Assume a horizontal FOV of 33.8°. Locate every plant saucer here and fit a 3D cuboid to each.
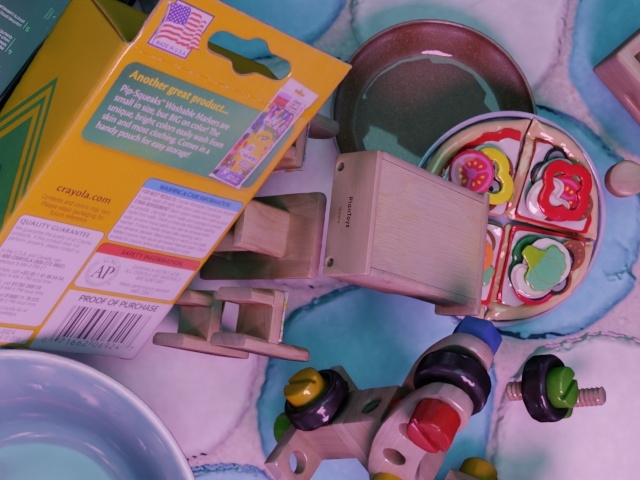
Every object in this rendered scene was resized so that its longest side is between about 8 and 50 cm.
[{"bbox_3d":[0.107,-0.112,1.008,0.198,0.036,0.199,1,79,-5],"label":"plant saucer"}]

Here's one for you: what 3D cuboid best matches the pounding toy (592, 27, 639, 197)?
[{"bbox_3d":[0.344,-0.116,1.005,0.206,0.094,0.181,-41,91,-1],"label":"pounding toy"}]

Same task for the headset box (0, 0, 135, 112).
[{"bbox_3d":[-0.301,-0.211,0.840,0.246,0.131,0.283,33,79,1],"label":"headset box"}]

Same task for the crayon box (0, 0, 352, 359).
[{"bbox_3d":[-0.148,-0.056,0.813,0.323,0.203,0.083,-51,55,18],"label":"crayon box"}]

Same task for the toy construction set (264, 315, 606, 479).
[{"bbox_3d":[0.071,0.228,0.877,0.237,0.257,0.309,-10,57,37],"label":"toy construction set"}]

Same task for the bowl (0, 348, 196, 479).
[{"bbox_3d":[-0.244,0.250,0.851,0.311,0.163,0.312,1,80,-5],"label":"bowl"}]

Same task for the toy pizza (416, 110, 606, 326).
[{"bbox_3d":[0.173,-0.018,0.968,0.201,0.032,0.201,-2,97,-12],"label":"toy pizza"}]

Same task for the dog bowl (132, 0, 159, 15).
[{"bbox_3d":[-0.280,-0.166,0.952,0.348,0.102,0.349,1,80,-5],"label":"dog bowl"}]

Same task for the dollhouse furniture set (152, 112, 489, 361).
[{"bbox_3d":[0.000,0.000,0.918,0.161,0.242,0.212,18,75,-47],"label":"dollhouse furniture set"}]
